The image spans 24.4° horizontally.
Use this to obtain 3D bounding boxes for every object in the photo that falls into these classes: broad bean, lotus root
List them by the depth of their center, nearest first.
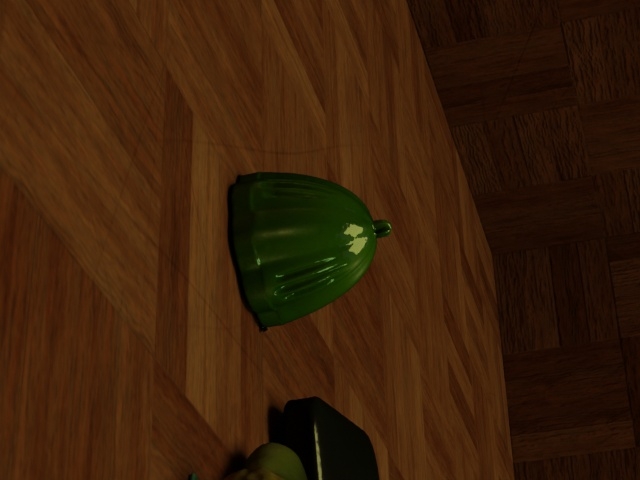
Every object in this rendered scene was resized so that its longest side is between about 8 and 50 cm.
[{"bbox_3d":[-0.044,0.274,1.481,0.174,0.082,0.124,-35,116,-76],"label":"broad bean"},{"bbox_3d":[0.000,0.000,1.694,0.186,0.186,0.186,-9,90,-78],"label":"lotus root"}]

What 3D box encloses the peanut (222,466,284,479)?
[{"bbox_3d":[-0.058,0.320,1.265,0.305,0.147,0.147,-80,157,-61],"label":"peanut"}]

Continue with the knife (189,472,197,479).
[{"bbox_3d":[-0.119,0.248,1.338,0.091,0.005,0.014,-84,159,-50],"label":"knife"}]

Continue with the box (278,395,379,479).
[{"bbox_3d":[0.019,0.347,1.741,0.289,0.073,0.290,48,35,-67],"label":"box"}]
